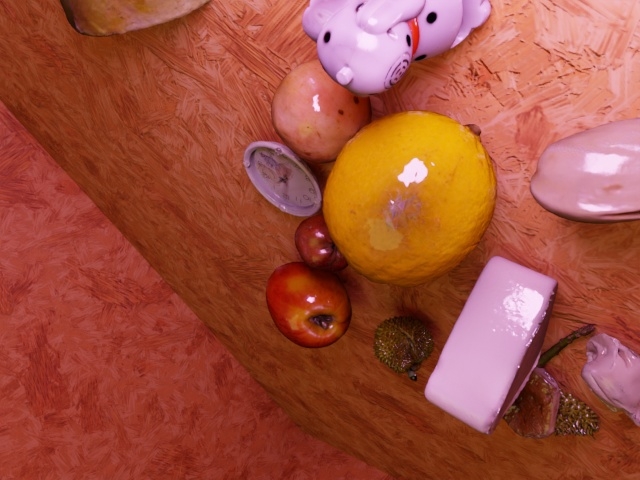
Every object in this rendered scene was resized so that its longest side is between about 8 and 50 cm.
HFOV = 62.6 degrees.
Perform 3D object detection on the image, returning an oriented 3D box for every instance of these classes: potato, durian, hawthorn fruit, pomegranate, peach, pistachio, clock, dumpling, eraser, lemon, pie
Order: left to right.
[{"bbox_3d":[-0.401,-0.547,0.955,0.330,0.212,0.280,25,150,24],"label":"potato"},{"bbox_3d":[-0.086,-0.160,1.309,0.236,0.053,0.236,28,151,17],"label":"clock"},{"bbox_3d":[-0.036,0.187,1.578,0.281,0.238,0.281,23,-170,-5],"label":"peach"},{"bbox_3d":[-0.002,-0.232,0.960,0.191,0.191,0.191,30,151,19],"label":"pomegranate"},{"bbox_3d":[0.000,0.000,1.353,0.162,0.162,0.203,52,161,-22],"label":"hawthorn fruit"},{"bbox_3d":[0.088,-0.285,0.696,0.189,0.254,0.189,35,153,20],"label":"clock"},{"bbox_3d":[0.235,0.285,1.474,0.198,0.159,0.146,29,-163,-42],"label":"durian"},{"bbox_3d":[0.147,-0.070,0.885,0.297,0.297,0.297,30,151,19],"label":"lemon"},{"bbox_3d":[0.348,0.235,1.081,0.150,0.331,0.331,24,149,29],"label":"eraser"},{"bbox_3d":[0.502,0.390,1.301,0.195,0.046,0.195,10,102,54],"label":"pie"},{"bbox_3d":[0.584,0.438,1.324,0.221,0.095,0.137,19,147,26],"label":"durian"},{"bbox_3d":[0.588,0.274,1.059,0.136,0.118,0.199,168,84,-74],"label":"dumpling"},{"bbox_3d":[0.409,-0.088,0.710,0.238,0.153,0.137,-7,143,21],"label":"pistachio"}]

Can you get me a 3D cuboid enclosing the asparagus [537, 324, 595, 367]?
[{"bbox_3d":[0.531,0.232,1.157,0.025,0.024,0.248,-4,150,-8],"label":"asparagus"}]
